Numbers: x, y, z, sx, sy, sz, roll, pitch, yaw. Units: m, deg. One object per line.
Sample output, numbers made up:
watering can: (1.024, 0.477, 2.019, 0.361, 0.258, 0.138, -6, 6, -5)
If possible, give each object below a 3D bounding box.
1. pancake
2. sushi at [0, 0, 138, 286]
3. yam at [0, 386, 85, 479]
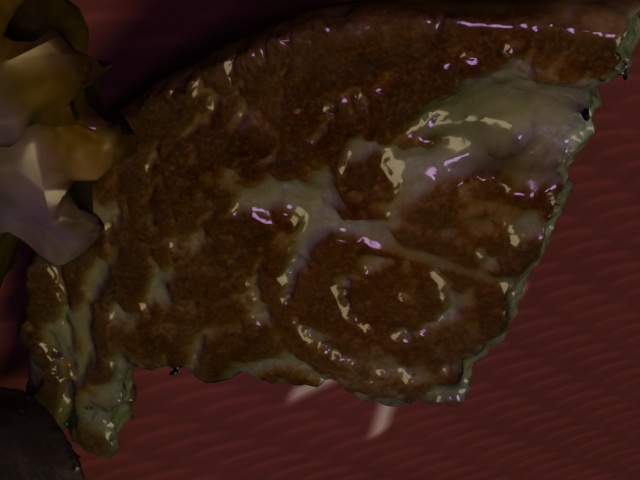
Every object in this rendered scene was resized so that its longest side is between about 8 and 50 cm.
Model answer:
pancake: (0.001, -0.004, 0.800, 0.376, 0.054, 0.197, -26, 116, 33)
sushi: (-0.244, -0.043, 0.402, 0.351, 0.240, 0.396, -33, 148, -9)
yam: (-0.210, 0.137, 0.794, 0.254, 0.154, 0.154, -6, 137, -43)
